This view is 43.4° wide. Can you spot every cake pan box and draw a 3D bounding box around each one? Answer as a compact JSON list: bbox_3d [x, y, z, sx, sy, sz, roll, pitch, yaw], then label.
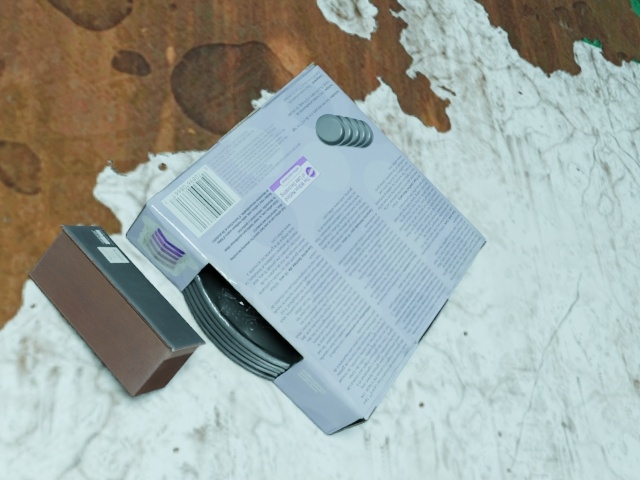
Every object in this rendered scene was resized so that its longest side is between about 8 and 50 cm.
[{"bbox_3d":[0.000,0.000,0.715,0.246,0.070,0.267,43,50,-3],"label":"cake pan box"}]

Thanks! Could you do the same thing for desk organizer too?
[{"bbox_3d":[-0.153,0.050,0.599,0.130,0.050,0.047,45,15,16],"label":"desk organizer"}]
